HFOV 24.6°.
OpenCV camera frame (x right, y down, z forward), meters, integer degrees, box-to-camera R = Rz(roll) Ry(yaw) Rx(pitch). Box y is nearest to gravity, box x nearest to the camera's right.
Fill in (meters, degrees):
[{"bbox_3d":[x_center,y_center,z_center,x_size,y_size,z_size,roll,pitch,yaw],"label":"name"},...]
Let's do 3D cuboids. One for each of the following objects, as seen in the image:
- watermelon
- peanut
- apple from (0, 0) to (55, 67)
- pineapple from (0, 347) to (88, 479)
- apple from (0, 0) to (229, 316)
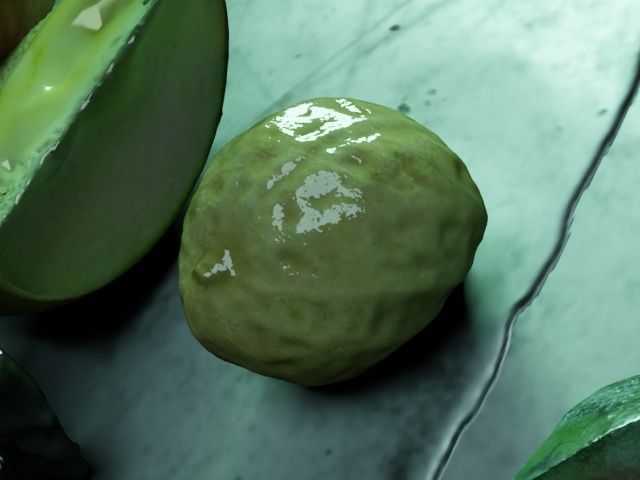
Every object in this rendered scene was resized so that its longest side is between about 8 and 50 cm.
[{"bbox_3d":[0.165,0.079,0.612,0.155,0.080,0.101,-32,10,15],"label":"watermelon"},{"bbox_3d":[0.000,0.000,0.739,0.159,0.109,0.140,-41,43,0],"label":"peanut"},{"bbox_3d":[-0.333,-0.202,1.007,0.301,0.301,0.301,-19,49,23],"label":"apple"},{"bbox_3d":[-0.223,0.154,0.726,0.223,0.223,0.357,-16,38,25],"label":"pineapple"},{"bbox_3d":[-0.157,-0.056,0.893,0.193,0.120,0.265,0,53,51],"label":"apple"}]
